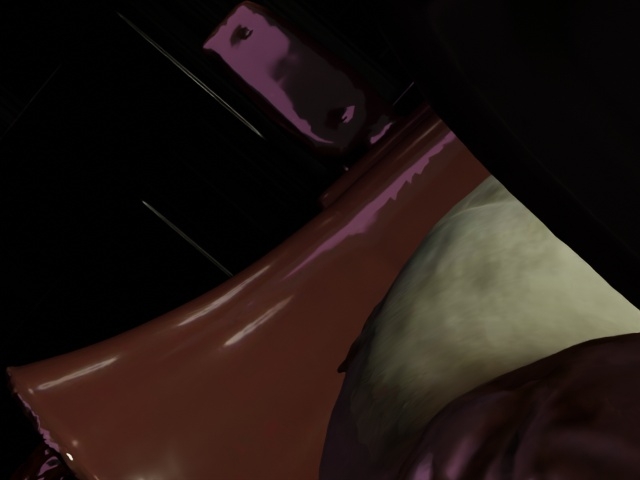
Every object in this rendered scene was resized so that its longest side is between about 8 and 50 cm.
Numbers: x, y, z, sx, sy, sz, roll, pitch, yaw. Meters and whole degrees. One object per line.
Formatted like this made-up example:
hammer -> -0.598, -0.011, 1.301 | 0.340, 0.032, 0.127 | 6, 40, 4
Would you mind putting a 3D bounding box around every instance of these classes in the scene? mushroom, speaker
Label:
mushroom -> 0.078, 0.052, 0.570 | 0.177, 0.126, 0.397 | -39, 5, 20
speaker -> 0.005, 0.022, 1.012 | 0.329, 0.198, 0.259 | -45, 28, -10

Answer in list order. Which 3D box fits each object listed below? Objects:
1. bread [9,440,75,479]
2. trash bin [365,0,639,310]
bread -> -0.159, 0.196, 1.454 | 0.247, 0.135, 0.232 | -49, 5, 10
trash bin -> 0.174, -0.099, 0.360 | 0.250, 0.219, 0.220 | -45, 4, -33
